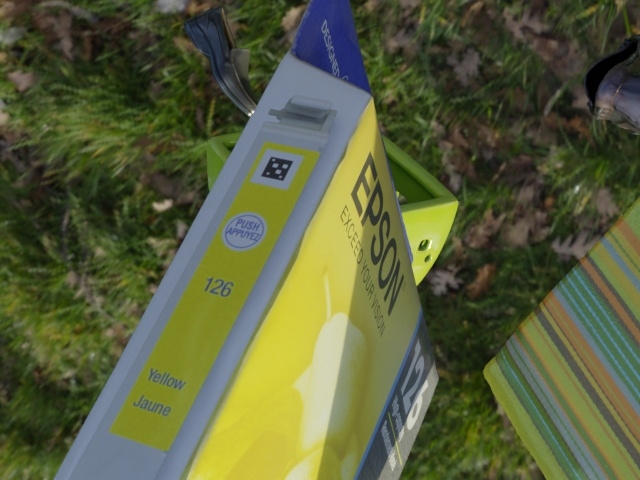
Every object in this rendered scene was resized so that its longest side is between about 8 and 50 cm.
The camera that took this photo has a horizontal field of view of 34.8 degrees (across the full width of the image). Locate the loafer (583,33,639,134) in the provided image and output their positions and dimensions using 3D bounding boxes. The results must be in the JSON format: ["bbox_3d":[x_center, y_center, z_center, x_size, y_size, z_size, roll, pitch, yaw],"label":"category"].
[{"bbox_3d":[0.302,-0.158,0.993,0.095,0.302,0.109,21,107,1],"label":"loafer"}]

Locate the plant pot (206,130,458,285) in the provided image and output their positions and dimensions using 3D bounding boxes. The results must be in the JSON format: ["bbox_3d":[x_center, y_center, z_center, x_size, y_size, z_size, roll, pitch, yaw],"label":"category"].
[{"bbox_3d":[0.000,0.000,1.228,0.227,0.228,0.207,47,139,45],"label":"plant pot"}]

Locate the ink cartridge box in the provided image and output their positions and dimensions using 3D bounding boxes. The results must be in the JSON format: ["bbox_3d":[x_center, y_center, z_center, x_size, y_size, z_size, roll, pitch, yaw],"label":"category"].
[{"bbox_3d":[0.003,0.064,0.558,0.072,0.307,0.303,16,153,23],"label":"ink cartridge box"}]

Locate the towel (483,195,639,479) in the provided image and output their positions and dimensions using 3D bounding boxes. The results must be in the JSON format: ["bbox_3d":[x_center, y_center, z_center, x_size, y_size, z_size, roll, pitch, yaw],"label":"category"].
[{"bbox_3d":[0.144,0.008,0.307,0.237,0.021,0.102,-55,50,34],"label":"towel"}]

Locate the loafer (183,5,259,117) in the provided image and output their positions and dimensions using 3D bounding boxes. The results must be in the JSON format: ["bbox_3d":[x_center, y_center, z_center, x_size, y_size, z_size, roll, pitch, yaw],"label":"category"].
[{"bbox_3d":[-0.126,-0.253,1.441,0.061,0.062,0.170,-32,91,9],"label":"loafer"}]
